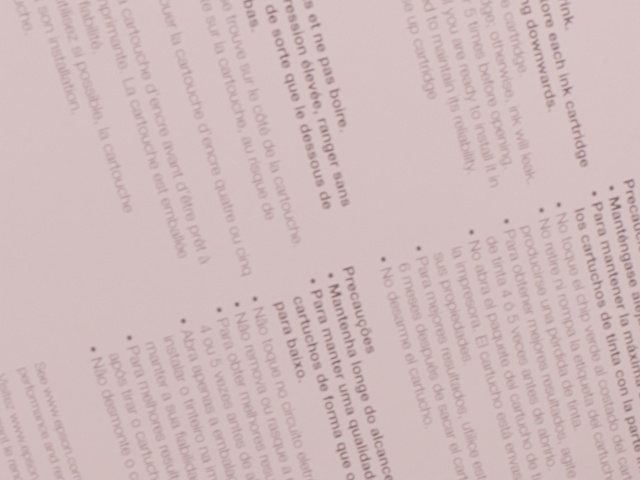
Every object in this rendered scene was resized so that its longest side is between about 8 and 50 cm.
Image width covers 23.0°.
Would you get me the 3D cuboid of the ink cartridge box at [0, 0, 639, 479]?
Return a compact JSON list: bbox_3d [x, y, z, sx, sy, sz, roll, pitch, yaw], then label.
[{"bbox_3d":[0.000,0.000,0.468,0.330,0.071,0.324,-17,104,-5],"label":"ink cartridge box"}]
